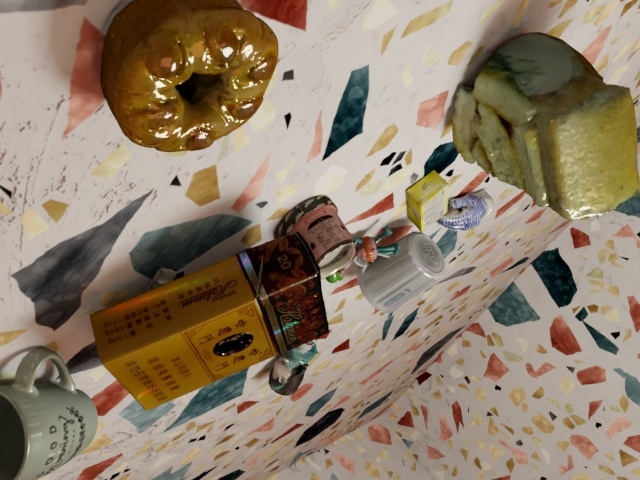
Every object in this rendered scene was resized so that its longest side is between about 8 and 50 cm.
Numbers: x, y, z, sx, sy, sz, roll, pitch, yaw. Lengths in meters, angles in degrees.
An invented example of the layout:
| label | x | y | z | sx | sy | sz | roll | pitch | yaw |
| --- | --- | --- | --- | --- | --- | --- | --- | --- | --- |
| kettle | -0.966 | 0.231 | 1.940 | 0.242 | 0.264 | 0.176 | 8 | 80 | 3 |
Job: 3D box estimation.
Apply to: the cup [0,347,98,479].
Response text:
| label | x | y | z | sx | sy | sz | roll | pitch | yaw |
| --- | --- | --- | --- | --- | --- | --- | --- | --- | --- |
| cup | -0.533 | 0.324 | 1.243 | 0.258 | 0.186 | 0.234 | -70 | 161 | 3 |

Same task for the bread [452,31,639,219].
| label | x | y | z | sx | sy | sz | roll | pitch | yaw |
| --- | --- | --- | --- | --- | --- | --- | --- | --- | --- |
| bread | 0.474 | -0.253 | 1.355 | 0.239 | 0.395 | 0.264 | -30 | 136 | -17 |

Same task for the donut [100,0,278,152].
| label | x | y | z | sx | sy | sz | roll | pitch | yaw |
| --- | --- | --- | --- | --- | --- | --- | --- | --- | --- |
| donut | -0.164 | -0.210 | 0.824 | 0.226 | 0.114 | 0.227 | -32 | 157 | -16 |

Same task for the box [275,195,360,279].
| label | x | y | z | sx | sy | sz | roll | pitch | yaw |
| --- | --- | --- | --- | --- | --- | --- | --- | --- | --- |
| box | 0.000 | 0.000 | 1.429 | 0.151 | 0.135 | 0.151 | -31 | 155 | -17 |

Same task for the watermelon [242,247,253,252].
| label | x | y | z | sx | sy | sz | roll | pitch | yaw |
| --- | --- | --- | --- | --- | --- | --- | --- | --- | --- |
| watermelon | -0.108 | 0.069 | 1.415 | 0.245 | 0.119 | 0.063 | 3 | 120 | -48 |

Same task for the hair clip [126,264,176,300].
| label | x | y | z | sx | sy | sz | roll | pitch | yaw |
| --- | --- | --- | --- | --- | --- | --- | --- | --- | --- |
| hair clip | -0.357 | 0.135 | 1.279 | 0.220 | 0.054 | 0.140 | -39 | 158 | 15 |

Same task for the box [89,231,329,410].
| label | x | y | z | sx | sy | sz | roll | pitch | yaw |
| --- | --- | --- | --- | --- | --- | --- | --- | --- | --- |
| box | -0.194 | 0.160 | 1.272 | 0.415 | 0.116 | 0.264 | -21 | 147 | -9 |

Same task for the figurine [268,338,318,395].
| label | x | y | z | sx | sy | sz | roll | pitch | yaw |
| --- | --- | --- | --- | --- | --- | --- | --- | --- | --- |
| figurine | -0.078 | 0.380 | 2.064 | 0.246 | 0.110 | 0.138 | -60 | 167 | 29 |

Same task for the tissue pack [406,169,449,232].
| label | x | y | z | sx | sy | sz | roll | pitch | yaw |
| --- | --- | --- | --- | --- | --- | --- | --- | --- | --- |
| tissue pack | 0.283 | -0.102 | 1.742 | 0.095 | 0.062 | 0.176 | -38 | 156 | -6 |

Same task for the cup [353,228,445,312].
| label | x | y | z | sx | sy | sz | roll | pitch | yaw |
| --- | --- | --- | --- | --- | --- | --- | --- | --- | --- |
| cup | 0.207 | 0.083 | 1.798 | 0.221 | 0.167 | 0.202 | 1 | 150 | -45 |

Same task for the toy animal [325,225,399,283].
| label | x | y | z | sx | sy | sz | roll | pitch | yaw |
| --- | --- | --- | --- | --- | --- | --- | --- | --- | --- |
| toy animal | 0.096 | 0.029 | 1.680 | 0.208 | 0.100 | 0.103 | -20 | 126 | -8 |

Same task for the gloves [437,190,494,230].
| label | x | y | z | sx | sy | sz | roll | pitch | yaw |
| --- | --- | --- | --- | --- | --- | --- | --- | --- | --- |
| gloves | 0.433 | -0.086 | 1.972 | 0.229 | 0.097 | 0.119 | -19 | 121 | -29 |
